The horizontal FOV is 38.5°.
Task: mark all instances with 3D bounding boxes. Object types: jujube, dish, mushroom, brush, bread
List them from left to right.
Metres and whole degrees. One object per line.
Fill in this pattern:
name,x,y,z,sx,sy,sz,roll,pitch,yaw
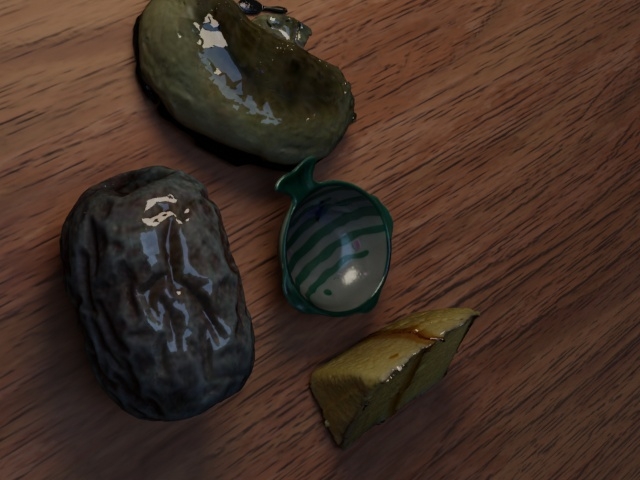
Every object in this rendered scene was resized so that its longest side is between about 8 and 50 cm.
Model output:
jujube,-0.203,0.070,1.145,0.226,0.226,0.317,-20,100,-30
mushroom,-0.091,-0.233,1.293,0.344,0.130,0.248,37,72,-22
brush,-0.086,-0.349,1.377,0.083,0.008,0.024,-1,82,-30
dish,0.000,0.000,1.342,0.224,0.078,0.246,-40,112,-28
bread,0.131,0.200,1.348,0.240,0.178,0.135,-27,97,-32
